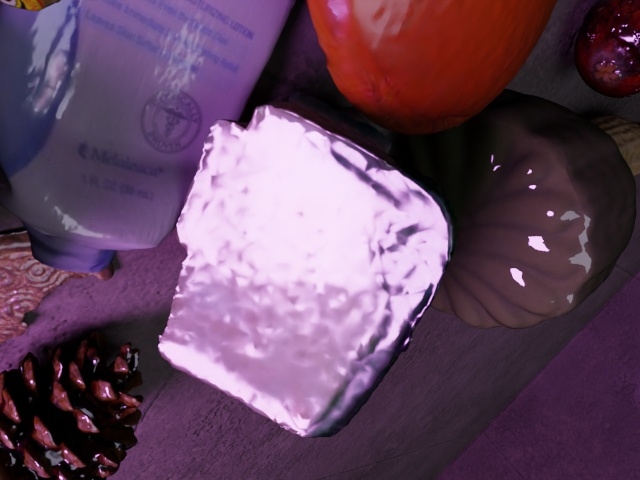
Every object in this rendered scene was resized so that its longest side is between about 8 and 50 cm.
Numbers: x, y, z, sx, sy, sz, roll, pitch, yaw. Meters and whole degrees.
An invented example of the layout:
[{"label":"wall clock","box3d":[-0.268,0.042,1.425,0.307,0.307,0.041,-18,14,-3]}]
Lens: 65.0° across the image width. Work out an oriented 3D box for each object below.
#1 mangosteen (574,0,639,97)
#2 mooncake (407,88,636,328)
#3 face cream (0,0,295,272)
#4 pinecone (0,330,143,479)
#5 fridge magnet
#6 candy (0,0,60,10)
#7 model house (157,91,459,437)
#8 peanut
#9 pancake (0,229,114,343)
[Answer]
[{"label":"mangosteen","box3d":[0.490,-0.322,0.788,0.180,0.166,0.166,-57,149,-23]},{"label":"mooncake","box3d":[0.247,-0.033,0.727,0.187,0.351,0.351,-27,143,-37]},{"label":"face cream","box3d":[-0.149,-0.163,0.434,0.235,0.137,0.419,15,105,-46]},{"label":"pinecone","box3d":[-0.307,0.217,0.612,0.205,0.179,0.184,-36,169,-35]},{"label":"fridge magnet","box3d":[0.123,-0.279,0.465,0.364,0.155,0.363,-24,129,-33]},{"label":"candy","box3d":[-0.135,-0.218,0.327,0.201,0.060,0.060,-41,144,-12]},{"label":"model house","box3d":[-0.002,0.000,0.576,0.298,0.244,0.284,-65,178,22]},{"label":"peanut","box3d":[0.547,-0.168,0.995,0.313,0.152,0.152,-21,139,-30]},{"label":"pancake","box3d":[-0.335,0.066,0.553,0.184,0.020,0.190,10,121,-47]}]
